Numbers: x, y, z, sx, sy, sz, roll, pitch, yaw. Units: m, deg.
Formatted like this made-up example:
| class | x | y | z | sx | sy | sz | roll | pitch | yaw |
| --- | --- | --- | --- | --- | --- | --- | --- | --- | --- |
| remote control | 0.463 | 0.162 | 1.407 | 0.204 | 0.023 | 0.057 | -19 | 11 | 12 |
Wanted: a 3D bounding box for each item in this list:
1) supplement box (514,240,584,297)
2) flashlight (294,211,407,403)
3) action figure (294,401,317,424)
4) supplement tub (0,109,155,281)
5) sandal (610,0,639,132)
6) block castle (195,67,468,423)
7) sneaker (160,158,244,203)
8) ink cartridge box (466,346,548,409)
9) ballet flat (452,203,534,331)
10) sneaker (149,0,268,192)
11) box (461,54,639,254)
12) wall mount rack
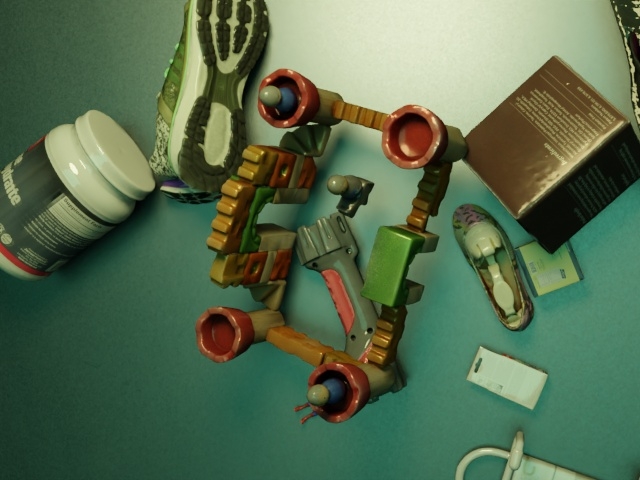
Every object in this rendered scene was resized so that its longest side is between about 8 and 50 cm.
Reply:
| class | x | y | z | sx | sy | sz | roll | pitch | yaw |
| --- | --- | --- | --- | --- | --- | --- | --- | --- | --- |
| supplement box | 0.359 | 0.036 | 1.362 | 0.083 | 0.056 | 0.083 | -22 | 86 | 12 |
| flashlight | 0.039 | 0.115 | 1.417 | 0.103 | 0.103 | 0.304 | -32 | 80 | 51 |
| action figure | 0.012 | 0.271 | 1.460 | 0.115 | 0.030 | 0.038 | -29 | 81 | 9 |
| supplement tub | -0.438 | -0.074 | 1.466 | 0.272 | 0.191 | 0.191 | -35 | 84 | 11 |
| sandal | 0.495 | -0.250 | 1.206 | 0.167 | 0.107 | 0.446 | -24 | 72 | 26 |
| block castle | 0.000 | 0.000 | 1.262 | 0.303 | 0.212 | 0.454 | 22 | 103 | 27 |
| sneaker | -0.190 | -0.107 | 1.487 | 0.169 | 0.068 | 0.071 | -11 | 74 | 4 |
| ink cartridge box | 0.299 | 0.218 | 1.394 | 0.115 | 0.029 | 0.063 | 23 | 96 | 12 |
| ballet flat | 0.274 | 0.042 | 1.370 | 0.076 | 0.079 | 0.222 | -25 | 86 | 13 |
| sneaker | -0.214 | -0.281 | 1.441 | 0.182 | 0.158 | 0.411 | 1 | 76 | 42 |
| box | 0.343 | -0.123 | 1.280 | 0.203 | 0.168 | 0.167 | -42 | 56 | 10 |
| wall mount rack | 0.361 | 0.473 | 1.335 | 0.349 | 0.130 | 0.304 | 16 | 95 | 12 |
